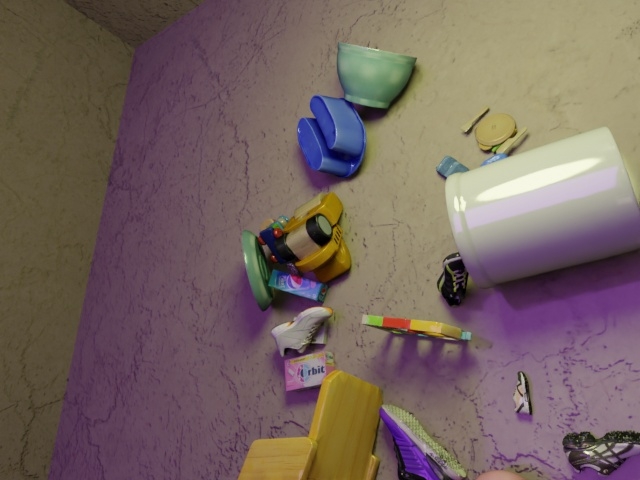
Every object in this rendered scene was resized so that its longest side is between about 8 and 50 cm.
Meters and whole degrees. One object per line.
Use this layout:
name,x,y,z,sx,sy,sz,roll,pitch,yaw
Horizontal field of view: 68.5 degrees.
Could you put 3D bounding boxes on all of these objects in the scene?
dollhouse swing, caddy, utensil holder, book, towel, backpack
dollhouse swing,-0.014,0.574,1.388,0.315,0.346,0.305,-18,54,32
caddy,0.054,-0.402,1.809,0.241,0.179,0.341,-52,47,40
utensil holder,0.559,-0.079,1.194,0.385,0.327,0.328,-19,62,30
book,-0.040,0.325,1.700,0.144,0.035,0.096,-7,68,35
towel,0.438,-0.225,1.536,0.067,0.029,0.119,-51,50,12
backpack,0.527,-0.205,1.398,0.098,0.120,0.101,-35,55,24

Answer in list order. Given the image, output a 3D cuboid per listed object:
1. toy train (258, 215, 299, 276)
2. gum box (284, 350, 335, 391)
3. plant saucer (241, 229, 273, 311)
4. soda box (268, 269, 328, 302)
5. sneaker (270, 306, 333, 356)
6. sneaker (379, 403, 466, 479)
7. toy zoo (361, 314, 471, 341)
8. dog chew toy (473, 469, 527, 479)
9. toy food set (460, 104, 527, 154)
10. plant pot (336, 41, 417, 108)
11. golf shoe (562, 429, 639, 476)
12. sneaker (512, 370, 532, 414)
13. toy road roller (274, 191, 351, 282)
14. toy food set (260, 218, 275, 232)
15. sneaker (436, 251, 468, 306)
toy train,-0.121,0.031,1.826,0.105,0.248,0.143,-21,21,35
gum box,-0.041,0.457,1.629,0.188,0.062,0.107,-22,61,30
plant saucer,-0.232,0.109,1.779,0.043,0.318,0.318,-14,61,0
soda box,-0.082,0.168,1.735,0.210,0.071,0.067,13,82,26
sneaker,-0.052,0.323,1.642,0.262,0.099,0.121,-34,62,27
sneaker,0.249,0.600,1.324,0.293,0.102,0.146,39,99,40
toy zoo,0.292,0.257,1.360,0.293,0.192,0.030,-1,73,38
dog chew toy,0.383,0.700,1.129,0.332,0.206,0.207,-46,51,26
toy food set,0.552,-0.345,1.493,0.132,0.038,0.192,-43,47,8
plant pot,0.189,-0.602,1.734,0.293,0.293,0.196,32,120,41
golf shoe,0.665,0.487,1.070,0.198,0.077,0.094,-21,72,38
sneaker,0.522,0.398,1.228,0.043,0.040,0.109,-13,66,36
toy road roller,0.000,0.000,1.716,0.202,0.241,0.330,-30,20,26
toy food set,-0.222,-0.054,1.991,0.083,0.020,0.083,17,84,41
sneaker,0.396,0.116,1.336,0.084,0.235,0.097,-13,57,-3
